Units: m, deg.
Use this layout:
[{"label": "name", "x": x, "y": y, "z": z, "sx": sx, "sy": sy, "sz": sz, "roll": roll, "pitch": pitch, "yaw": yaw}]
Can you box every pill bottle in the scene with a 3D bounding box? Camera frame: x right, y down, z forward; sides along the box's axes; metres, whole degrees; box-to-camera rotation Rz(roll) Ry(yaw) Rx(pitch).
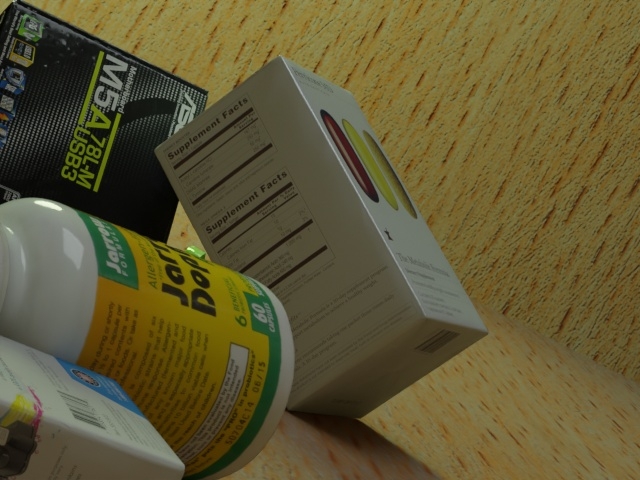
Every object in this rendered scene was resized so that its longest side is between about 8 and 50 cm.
[{"label": "pill bottle", "x": -0.122, "y": 0.046, "z": 0.840, "sx": 0.208, "sy": 0.118, "sz": 0.117, "roll": 23, "pitch": 6, "yaw": -42}]

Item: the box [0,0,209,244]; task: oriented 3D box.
[{"label": "box", "x": -0.196, "y": -0.073, "z": 1.349, "sx": 0.184, "sy": 0.191, "sz": 0.045, "roll": 25, "pitch": -28, "yaw": -21}]

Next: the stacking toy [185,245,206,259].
[{"label": "stacking toy", "x": -0.031, "y": 0.054, "z": 1.675, "sx": 0.167, "sy": 0.052, "sz": 0.221, "roll": 29, "pitch": 5, "yaw": 18}]

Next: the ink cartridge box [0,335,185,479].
[{"label": "ink cartridge box", "x": -0.159, "y": 0.072, "z": 0.694, "sx": 0.181, "sy": 0.062, "sz": 0.104, "roll": 25, "pitch": 5, "yaw": -29}]

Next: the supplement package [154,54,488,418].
[{"label": "supplement package", "x": 0.000, "y": 0.000, "z": 1.322, "sx": 0.244, "sy": 0.134, "sz": 0.139, "roll": 61, "pitch": 18, "yaw": 20}]
